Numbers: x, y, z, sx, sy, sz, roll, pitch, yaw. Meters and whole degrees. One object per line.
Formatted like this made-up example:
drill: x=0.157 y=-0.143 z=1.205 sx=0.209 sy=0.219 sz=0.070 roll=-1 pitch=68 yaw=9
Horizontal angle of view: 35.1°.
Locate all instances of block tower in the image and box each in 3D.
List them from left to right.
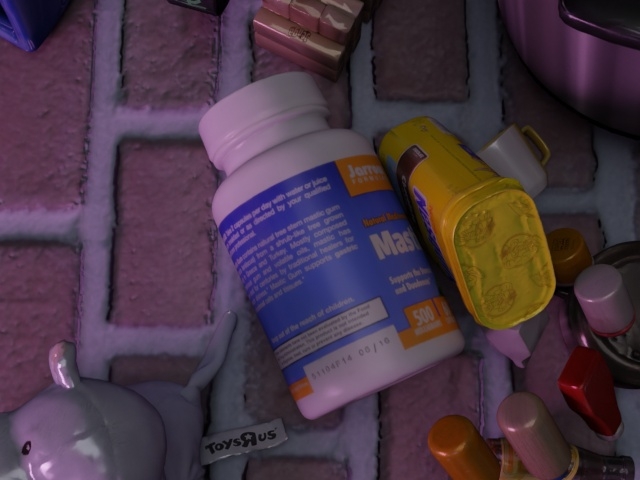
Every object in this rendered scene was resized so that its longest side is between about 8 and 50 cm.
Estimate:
block tower: x=0.056 y=-0.322 z=0.956 sx=0.097 sy=0.091 sz=0.335 roll=26 pitch=81 yaw=4

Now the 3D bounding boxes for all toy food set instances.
toy food set: x=0.193 y=0.111 z=0.836 sx=0.111 sy=0.104 sz=0.232 roll=9 pitch=57 yaw=40

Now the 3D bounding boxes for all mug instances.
mug: x=0.180 y=-0.069 z=0.925 sx=0.078 sy=0.062 sz=0.064 roll=-41 pitch=90 yaw=-1

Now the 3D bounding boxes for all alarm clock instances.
alarm clock: x=0.264 y=0.061 z=0.900 sx=0.192 sy=0.064 sz=0.129 roll=15 pitch=79 yaw=6

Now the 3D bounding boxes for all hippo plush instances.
hippo plush: x=-0.163 y=0.205 z=0.778 sx=0.294 sy=0.236 sz=0.234 roll=-24 pitch=80 yaw=-5

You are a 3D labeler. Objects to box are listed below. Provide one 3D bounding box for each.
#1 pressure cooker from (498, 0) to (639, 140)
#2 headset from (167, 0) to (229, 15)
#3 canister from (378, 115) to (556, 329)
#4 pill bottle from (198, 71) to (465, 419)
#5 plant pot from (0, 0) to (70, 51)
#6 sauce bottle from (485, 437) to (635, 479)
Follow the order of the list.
pressure cooker: x=0.305 y=-0.306 z=0.760 sx=0.376 sy=0.420 sz=0.369 roll=-20 pitch=69 yaw=6
headset: x=-0.090 y=-0.388 z=0.904 sx=0.185 sy=0.243 sz=0.394 roll=16 pitch=58 yaw=-1
canister: x=0.116 y=-0.021 z=0.842 sx=0.073 sy=0.170 sz=0.126 roll=-26 pitch=122 yaw=-5
pill bottle: x=0.000 y=0.000 z=0.861 sx=0.152 sy=0.152 sz=0.272 roll=-24 pitch=81 yaw=-5
plant pot: x=-0.306 y=-0.349 z=0.895 sx=0.236 sy=0.236 sz=0.212 roll=32 pitch=74 yaw=6
sauce bottle: x=0.207 y=0.196 z=0.882 sx=0.128 sy=0.042 sz=0.042 roll=3 pitch=79 yaw=-1
